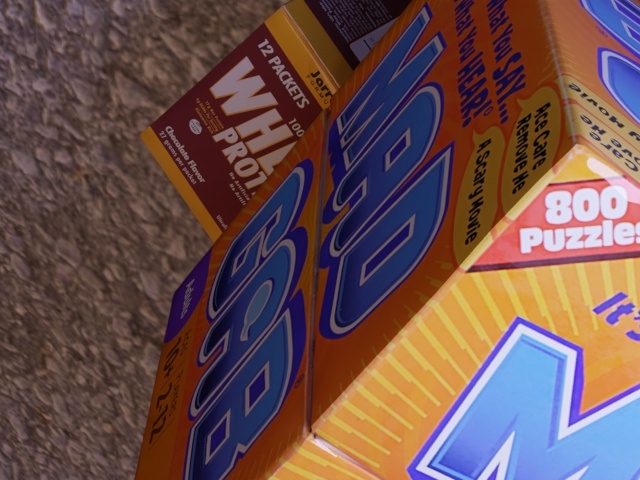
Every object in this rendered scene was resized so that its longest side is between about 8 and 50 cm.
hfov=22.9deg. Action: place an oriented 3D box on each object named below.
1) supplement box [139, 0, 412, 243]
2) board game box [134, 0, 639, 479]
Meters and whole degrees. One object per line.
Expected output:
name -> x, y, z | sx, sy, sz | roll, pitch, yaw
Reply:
supplement box -> 0.013, -0.101, 1.145 | 0.191, 0.194, 0.129 | -35, 90, 46
board game box -> 0.140, 0.093, 0.883 | 0.356, 0.356, 0.356 | 34, 114, -16
